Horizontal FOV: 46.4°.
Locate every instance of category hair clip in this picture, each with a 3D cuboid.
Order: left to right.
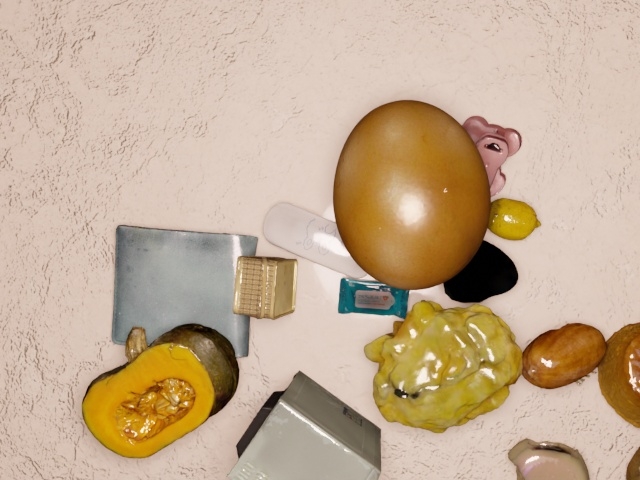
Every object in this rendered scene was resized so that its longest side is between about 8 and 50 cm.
[{"bbox_3d":[0.323,-0.160,1.464,0.123,0.102,0.138,14,123,6],"label":"hair clip"}]

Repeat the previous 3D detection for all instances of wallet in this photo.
[{"bbox_3d":[-0.275,0.101,1.493,0.290,0.054,0.252,3,91,4],"label":"wallet"}]

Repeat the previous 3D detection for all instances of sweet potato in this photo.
[{"bbox_3d":[0.618,0.471,1.421,0.069,0.059,0.250,2,101,27],"label":"sweet potato"}]

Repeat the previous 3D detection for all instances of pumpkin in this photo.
[{"bbox_3d":[-0.319,0.273,1.431,0.317,0.139,0.222,-31,96,17],"label":"pumpkin"}]

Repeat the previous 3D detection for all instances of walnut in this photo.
[{"bbox_3d":[0.458,0.211,1.395,0.207,0.116,0.116,-20,87,-27],"label":"walnut"}]

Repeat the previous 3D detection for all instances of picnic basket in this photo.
[{"bbox_3d":[-0.103,0.087,1.428,0.079,0.164,0.115,4,89,13],"label":"picnic basket"}]

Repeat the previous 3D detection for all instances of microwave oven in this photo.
[{"bbox_3d":[-0.022,0.387,1.349,0.237,0.295,0.181,34,93,4],"label":"microwave oven"}]

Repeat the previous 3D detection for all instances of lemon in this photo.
[{"bbox_3d":[0.368,-0.039,1.432,0.110,0.082,0.082,18,91,-2],"label":"lemon"}]

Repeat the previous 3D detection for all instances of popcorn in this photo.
[{"bbox_3d":[0.222,0.230,1.378,0.286,0.215,0.252,-34,93,7],"label":"popcorn"}]

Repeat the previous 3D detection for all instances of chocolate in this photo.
[{"bbox_3d":[0.289,0.061,1.436,0.148,0.080,0.125,-21,78,-8],"label":"chocolate"}]

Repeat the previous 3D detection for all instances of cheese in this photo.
[{"bbox_3d":[0.418,0.524,1.422,0.163,0.082,0.287,10,91,5],"label":"cheese"}]

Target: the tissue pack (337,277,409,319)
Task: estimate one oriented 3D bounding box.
[{"bbox_3d":[0.104,0.113,1.469,0.138,0.028,0.085,4,118,2],"label":"tissue pack"}]

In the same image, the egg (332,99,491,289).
[{"bbox_3d":[0.161,-0.084,1.347,0.282,0.282,0.351,-9,70,4],"label":"egg"}]

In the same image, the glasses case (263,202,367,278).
[{"bbox_3d":[0.000,0.000,1.471,0.233,0.059,0.092,24,93,5],"label":"glasses case"}]

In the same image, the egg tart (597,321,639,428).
[{"bbox_3d":[0.625,0.244,1.363,0.215,0.171,0.215,-3,76,12],"label":"egg tart"}]

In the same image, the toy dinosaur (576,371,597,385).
[{"bbox_3d":[0.494,0.262,1.445,0.113,0.026,0.041,-41,80,-6],"label":"toy dinosaur"}]
